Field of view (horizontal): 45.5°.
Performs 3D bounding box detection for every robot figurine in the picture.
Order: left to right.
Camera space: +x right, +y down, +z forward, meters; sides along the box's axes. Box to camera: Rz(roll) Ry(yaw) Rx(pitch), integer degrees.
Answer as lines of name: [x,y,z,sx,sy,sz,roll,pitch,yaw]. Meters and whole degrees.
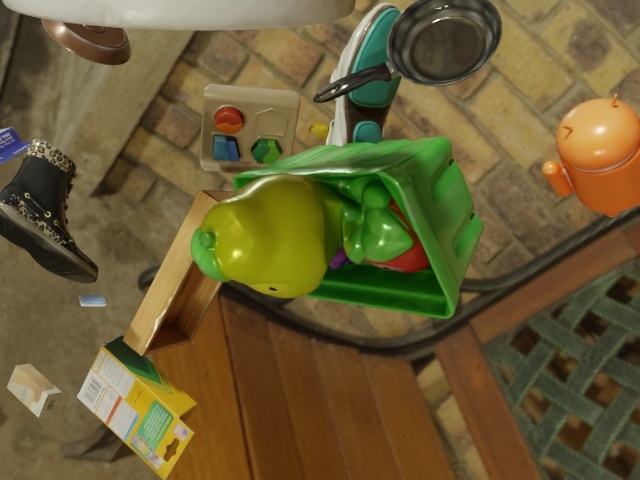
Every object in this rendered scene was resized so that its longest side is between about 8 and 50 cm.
robot figurine: [0.439,-0.130,1.170,0.219,0.158,0.128,48,60,-44]

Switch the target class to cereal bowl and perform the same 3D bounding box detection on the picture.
cereal bowl: [-0.128,-0.293,0.711,0.339,0.141,0.339,3,26,-2]

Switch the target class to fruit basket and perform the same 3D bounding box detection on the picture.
fruit basket: [0.000,0.000,1.111,0.283,0.392,0.392,63,23,-24]

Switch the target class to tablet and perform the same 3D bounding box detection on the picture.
tablet: [-0.503,0.132,1.683,0.054,0.006,0.083,2,12,-23]

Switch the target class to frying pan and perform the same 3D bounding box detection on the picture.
frying pan: [0.166,-0.295,1.297,0.197,0.326,0.053,43,-2,30]

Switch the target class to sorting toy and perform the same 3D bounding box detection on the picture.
sorting toy: [-0.115,-0.236,1.729,0.307,0.229,0.041,3,44,-9]

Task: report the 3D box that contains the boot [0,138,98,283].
boot: [-0.460,-0.048,1.354,0.236,0.085,0.179,47,45,-41]

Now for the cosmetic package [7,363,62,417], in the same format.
cosmetic package: [-0.604,0.316,1.613,0.115,0.060,0.041,29,11,27]

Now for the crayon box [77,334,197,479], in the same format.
crayon box: [-0.448,0.421,1.928,0.323,0.203,0.083,40,30,13]

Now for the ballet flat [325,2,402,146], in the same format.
ballet flat: [0.066,-0.250,1.463,0.139,0.400,0.139,7,10,-1]

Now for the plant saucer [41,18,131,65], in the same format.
plant saucer: [-0.420,-0.385,1.393,0.168,0.029,0.168,26,33,-18]

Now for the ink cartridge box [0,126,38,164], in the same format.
ink cartridge box: [-0.713,-0.160,1.510,0.223,0.224,0.045,-51,131,-51]

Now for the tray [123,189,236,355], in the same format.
tray: [-0.300,0.073,1.810,0.076,0.411,0.203,36,15,18]
